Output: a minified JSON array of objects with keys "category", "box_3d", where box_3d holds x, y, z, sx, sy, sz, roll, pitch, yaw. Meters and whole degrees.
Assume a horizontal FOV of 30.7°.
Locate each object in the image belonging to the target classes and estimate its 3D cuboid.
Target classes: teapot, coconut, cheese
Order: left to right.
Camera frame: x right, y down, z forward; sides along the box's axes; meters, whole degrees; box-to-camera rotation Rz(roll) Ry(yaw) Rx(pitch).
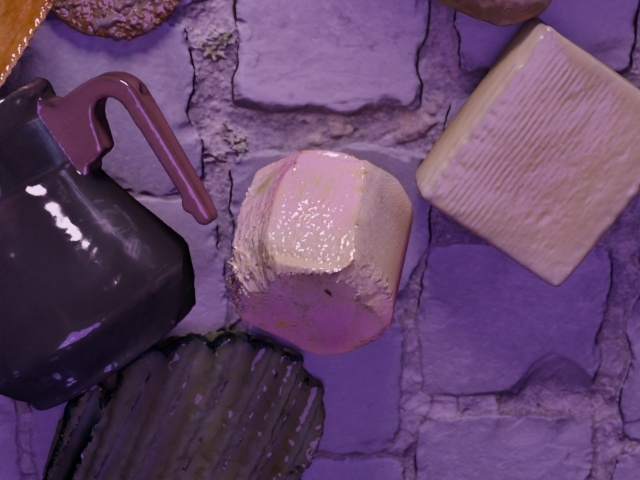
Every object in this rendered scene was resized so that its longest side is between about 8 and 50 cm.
[{"category":"teapot","box_3d":[-0.322,-0.019,1.436,0.376,0.305,0.362,-30,99,18]},{"category":"coconut","box_3d":[0.000,0.000,1.477,0.233,0.245,0.233,6,141,5]},{"category":"cheese","box_3d":[0.291,-0.113,1.500,0.242,0.124,0.265,34,106,-7]}]

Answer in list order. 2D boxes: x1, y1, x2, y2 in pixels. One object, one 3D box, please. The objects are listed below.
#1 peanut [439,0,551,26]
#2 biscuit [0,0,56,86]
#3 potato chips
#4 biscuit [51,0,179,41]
[{"category":"peanut","box_3d":[0.160,-0.378,1.415,0.136,0.120,0.298,-41,101,7]},{"category":"biscuit","box_3d":[-0.447,-0.263,1.398,0.232,0.013,0.237,21,72,17]},{"category":"potato chips","box_3d":[-0.196,0.302,1.663,0.358,0.070,0.429,24,107,-11]},{"category":"biscuit","box_3d":[-0.264,-0.358,1.461,0.220,0.033,0.220,0,109,1]}]
